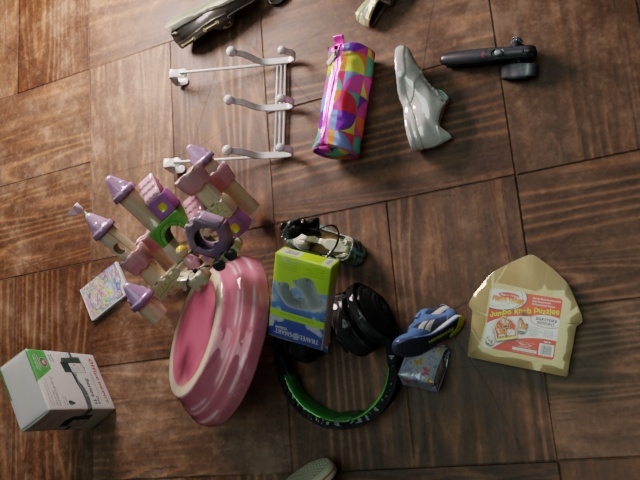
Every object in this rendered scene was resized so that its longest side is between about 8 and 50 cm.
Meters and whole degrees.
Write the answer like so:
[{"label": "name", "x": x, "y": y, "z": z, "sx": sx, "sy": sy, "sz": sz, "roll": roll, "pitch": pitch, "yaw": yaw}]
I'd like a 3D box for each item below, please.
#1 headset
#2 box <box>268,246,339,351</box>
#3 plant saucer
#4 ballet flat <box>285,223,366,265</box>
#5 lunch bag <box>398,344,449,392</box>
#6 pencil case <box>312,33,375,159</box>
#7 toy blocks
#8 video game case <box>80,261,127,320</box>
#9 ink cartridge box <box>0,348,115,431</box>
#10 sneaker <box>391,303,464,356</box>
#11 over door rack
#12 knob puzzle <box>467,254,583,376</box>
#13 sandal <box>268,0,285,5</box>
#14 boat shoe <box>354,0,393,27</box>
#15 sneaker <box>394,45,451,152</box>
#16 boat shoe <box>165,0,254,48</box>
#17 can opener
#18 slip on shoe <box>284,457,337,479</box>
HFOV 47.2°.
[{"label": "headset", "x": 0.009, "y": 0.153, "z": 1.341, "sx": 0.244, "sy": 0.185, "sz": 0.393, "roll": -11, "pitch": 87, "yaw": 24}, {"label": "box", "x": -0.031, "y": 0.109, "z": 1.269, "sx": 0.109, "sy": 0.042, "sz": 0.178, "roll": 14, "pitch": 111, "yaw": 20}, {"label": "plant saucer", "x": -0.206, "y": 0.182, "z": 1.399, "sx": 0.332, "sy": 0.084, "sz": 0.332, "roll": -43, "pitch": 38, "yaw": 45}, {"label": "ballet flat", "x": 0.000, "y": 0.000, "z": 1.444, "sx": 0.189, "sy": 0.070, "sz": 0.070, "roll": 13, "pitch": 86, "yaw": 28}, {"label": "lunch bag", "x": 0.188, "y": 0.223, "z": 1.314, "sx": 0.071, "sy": 0.053, "sz": 0.083, "roll": 8, "pitch": 58, "yaw": 28}, {"label": "pencil case", "x": 0.045, "y": -0.279, "z": 1.458, "sx": 0.105, "sy": 0.104, "sz": 0.236, "roll": 3, "pitch": 82, "yaw": 27}, {"label": "toy blocks", "x": -0.312, "y": -0.041, "z": 1.419, "sx": 0.289, "sy": 0.309, "sz": 0.260, "roll": -39, "pitch": 105, "yaw": 17}, {"label": "video game case", "x": -0.498, "y": 0.118, "z": 1.695, "sx": 0.122, "sy": 0.011, "sz": 0.087, "roll": -36, "pitch": 66, "yaw": 16}, {"label": "ink cartridge box", "x": -0.561, "y": 0.322, "z": 1.576, "sx": 0.087, "sy": 0.208, "sz": 0.153, "roll": -37, "pitch": 67, "yaw": 12}, {"label": "sneaker", "x": 0.183, "y": 0.159, "z": 1.305, "sx": 0.144, "sy": 0.053, "sz": 0.059, "roll": -23, "pitch": 47, "yaw": -19}, {"label": "over door rack", "x": -0.211, "y": -0.281, "z": 1.580, "sx": 0.324, "sy": 0.108, "sz": 0.239, "roll": -4, "pitch": 77, "yaw": 26}, {"label": "knob puzzle", "x": 0.354, "y": 0.122, "z": 1.265, "sx": 0.213, "sy": 0.030, "sz": 0.213, "roll": -5, "pitch": 78, "yaw": 26}, {"label": "sandal", "x": -0.119, "y": -0.607, "z": 1.635, "sx": 0.067, "sy": 0.040, "sz": 0.179, "roll": -28, "pitch": 69, "yaw": 19}, {"label": "boat shoe", "x": 0.126, "y": -0.493, "z": 1.491, "sx": 0.045, "sy": 0.050, "sz": 0.135, "roll": 44, "pitch": 110, "yaw": 23}, {"label": "sneaker", "x": 0.198, "y": -0.278, "z": 1.405, "sx": 0.094, "sy": 0.080, "sz": 0.212, "roll": -13, "pitch": 81, "yaw": 12}, {"label": "boat shoe", "x": -0.239, "y": -0.509, "z": 1.662, "sx": 0.228, "sy": 0.068, "sz": 0.081, "roll": -19, "pitch": 32, "yaw": 18}, {"label": "can opener", "x": 0.311, "y": -0.338, "z": 1.360, "sx": 0.186, "sy": 0.059, "sz": 0.073, "roll": 8, "pitch": 84, "yaw": 27}, {"label": "slip on shoe", "x": -0.070, "y": 0.543, "z": 1.358, "sx": 0.101, "sy": 0.123, "sz": 0.331, "roll": 36, "pitch": 92, "yaw": -5}]
